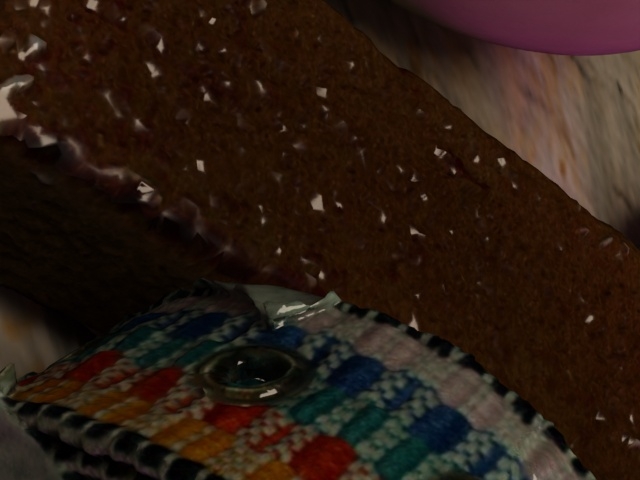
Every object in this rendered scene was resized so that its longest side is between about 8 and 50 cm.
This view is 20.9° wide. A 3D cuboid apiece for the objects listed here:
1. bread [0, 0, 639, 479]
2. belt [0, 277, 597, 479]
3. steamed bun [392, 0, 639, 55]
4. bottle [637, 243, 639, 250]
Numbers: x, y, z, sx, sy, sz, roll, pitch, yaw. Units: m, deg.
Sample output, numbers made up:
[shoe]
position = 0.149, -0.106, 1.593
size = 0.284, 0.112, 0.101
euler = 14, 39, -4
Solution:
[bread]
position = 0.000, 0.000, 0.769
size = 0.416, 0.113, 0.165
euler = 34, 56, -33
[belt]
position = -0.025, 0.125, 0.609
size = 0.150, 0.258, 0.207
euler = -32, 122, -43
[steamed bun]
position = 0.128, -0.223, 0.818
size = 0.324, 0.324, 0.206
euler = 27, 47, -35
[bottle]
position = 0.273, 0.125, 0.958
size = 0.168, 0.168, 0.347
euler = 7, 67, -42
